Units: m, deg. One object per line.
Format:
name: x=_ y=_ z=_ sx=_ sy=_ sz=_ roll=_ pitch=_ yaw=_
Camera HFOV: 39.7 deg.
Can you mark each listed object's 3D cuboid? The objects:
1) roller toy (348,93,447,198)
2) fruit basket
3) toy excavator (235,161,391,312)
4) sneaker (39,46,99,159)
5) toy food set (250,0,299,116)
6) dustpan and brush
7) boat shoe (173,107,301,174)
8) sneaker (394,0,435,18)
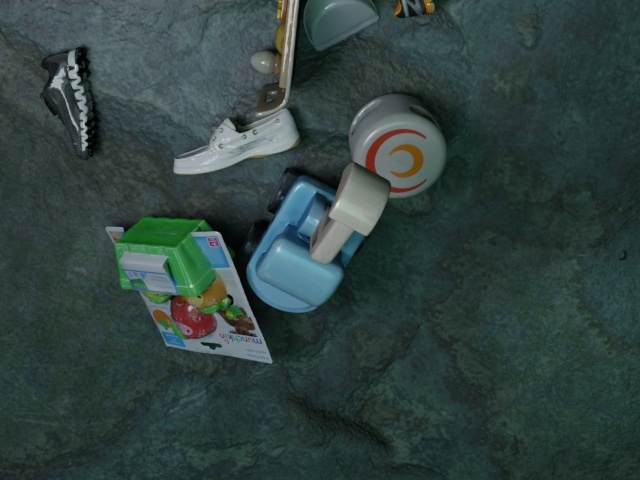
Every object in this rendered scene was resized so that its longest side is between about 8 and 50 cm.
roller toy: x=0.159 y=-0.197 z=1.823 sx=0.209 sy=0.146 sz=0.191 roll=-5 pitch=122 yaw=-2
fruit basket: x=-0.292 y=0.124 z=1.925 sx=0.327 sy=0.165 sz=0.353 roll=5 pitch=123 yaw=34
toy excavator: x=0.000 y=0.000 z=1.750 sx=0.222 sy=0.445 sz=0.433 roll=28 pitch=112 yaw=-10
sneaker: x=-0.528 y=-0.283 z=1.848 sx=0.106 sy=0.078 sz=0.234 roll=-2 pitch=110 yaw=6
toy food set: x=-0.088 y=-0.412 z=1.697 sx=0.092 sy=0.219 sz=0.306 roll=6 pitch=114 yaw=-1
dustpan and brush: x=0.017 y=-0.468 z=1.721 sx=0.147 sy=0.211 sz=0.060 roll=-26 pitch=68 yaw=10
boat shoe: x=-0.185 y=-0.213 z=1.858 sx=0.277 sy=0.098 sz=0.096 roll=-17 pitch=112 yaw=-1
sneaker: x=0.151 y=-0.528 z=1.716 sx=0.083 sy=0.084 sz=0.215 roll=-20 pitch=112 yaw=15
